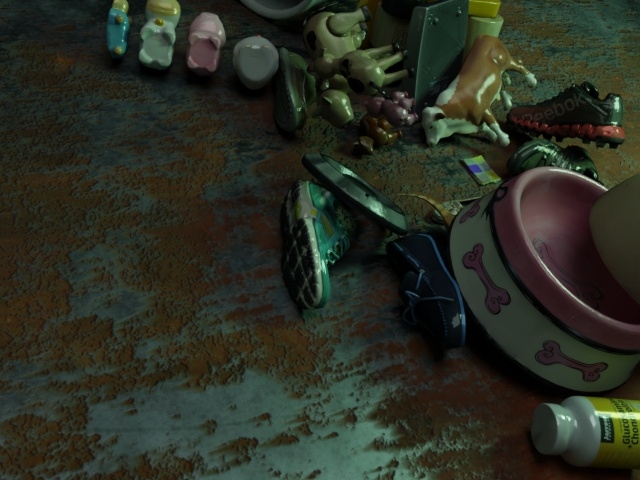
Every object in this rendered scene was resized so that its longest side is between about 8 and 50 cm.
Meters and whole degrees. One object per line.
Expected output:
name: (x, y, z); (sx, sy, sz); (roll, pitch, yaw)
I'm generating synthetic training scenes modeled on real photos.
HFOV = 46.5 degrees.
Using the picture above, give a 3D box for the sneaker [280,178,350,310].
sneaker: (0.000, 0.000, 1.251); (0.110, 0.107, 0.275); (16, 43, -18)

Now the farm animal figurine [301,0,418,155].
farm animal figurine: (0.049, -0.317, 1.445); (0.172, 0.330, 0.327); (-20, 71, -4)

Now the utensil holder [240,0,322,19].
utensil holder: (-0.010, -0.747, 1.816); (0.327, 0.328, 0.385); (37, 44, 17)

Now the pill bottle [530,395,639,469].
pill bottle: (0.416, 0.287, 1.116); (0.184, 0.103, 0.103); (7, 46, -14)

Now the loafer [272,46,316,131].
loafer: (-0.046, -0.314, 1.539); (0.087, 0.094, 0.251); (9, 45, -16)

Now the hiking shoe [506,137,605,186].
hiking shoe: (0.507, -0.152, 1.589); (0.226, 0.086, 0.114); (-2, 45, -23)

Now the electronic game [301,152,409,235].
electronic game: (0.063, -0.082, 1.317); (0.229, 0.048, 0.229); (35, 10, -7)

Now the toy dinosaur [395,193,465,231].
toy dinosaur: (0.248, -0.034, 1.381); (0.112, 0.064, 0.211); (-15, 61, -40)

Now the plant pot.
plant pot: (0.611, -0.021, 1.196); (0.284, 0.191, 0.284); (18, 47, -20)

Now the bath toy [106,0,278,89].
bath toy: (-0.257, -0.409, 1.541); (0.348, 0.151, 0.129); (12, 9, -9)

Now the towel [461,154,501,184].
towel: (0.342, -0.149, 1.582); (0.060, 0.009, 0.083); (-11, 52, -27)

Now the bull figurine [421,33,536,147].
bull figurine: (0.346, -0.311, 1.631); (0.188, 0.101, 0.310); (37, 70, -18)

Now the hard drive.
hard drive: (0.248, -0.400, 1.626); (0.054, 0.255, 0.172); (29, 43, 34)

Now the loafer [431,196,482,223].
loafer: (0.272, -0.065, 1.452); (0.125, 0.039, 0.045); (-10, 53, -28)

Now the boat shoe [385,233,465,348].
boat shoe: (0.168, 0.089, 1.239); (0.089, 0.109, 0.258); (-2, 31, -10)

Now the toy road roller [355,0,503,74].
toy road roller: (0.240, -0.516, 1.774); (0.329, 0.203, 0.241); (1, 36, -18)

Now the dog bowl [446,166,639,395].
dog bowl: (0.425, 0.046, 1.269); (0.408, 0.150, 0.408); (17, 47, -19)

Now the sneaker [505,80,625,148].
sneaker: (0.539, -0.283, 1.634); (0.276, 0.135, 0.097); (16, 10, 43)
